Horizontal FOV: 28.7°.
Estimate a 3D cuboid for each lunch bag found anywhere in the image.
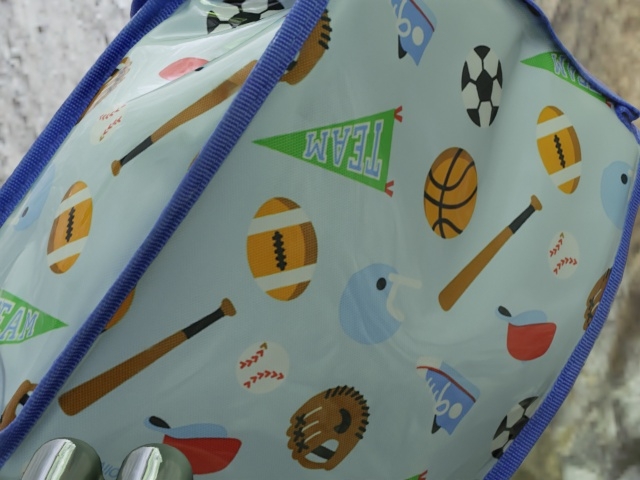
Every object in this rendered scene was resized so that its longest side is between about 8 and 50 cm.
[{"bbox_3d":[0.000,0.000,0.769,0.328,0.385,0.239,34,4,-36],"label":"lunch bag"}]

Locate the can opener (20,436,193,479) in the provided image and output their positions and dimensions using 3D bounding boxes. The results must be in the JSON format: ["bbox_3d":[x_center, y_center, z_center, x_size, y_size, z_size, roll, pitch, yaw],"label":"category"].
[{"bbox_3d":[-0.095,0.176,0.398,0.283,0.076,0.095,-79,170,-65],"label":"can opener"}]
